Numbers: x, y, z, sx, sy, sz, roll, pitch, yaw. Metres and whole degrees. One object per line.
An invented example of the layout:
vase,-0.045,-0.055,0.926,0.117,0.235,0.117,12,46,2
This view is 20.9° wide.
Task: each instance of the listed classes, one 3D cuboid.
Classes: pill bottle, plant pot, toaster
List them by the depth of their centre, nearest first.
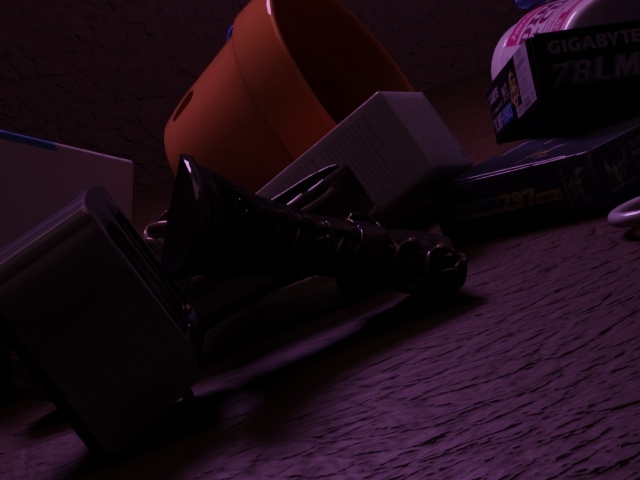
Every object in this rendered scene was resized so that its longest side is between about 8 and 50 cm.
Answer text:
toaster,-0.168,0.052,1.265,0.110,0.185,0.168,-36,6,2
plant pot,-0.030,-0.109,1.862,0.203,0.291,0.291,-36,1,22
pill bottle,0.309,-0.208,2.053,0.160,0.160,0.283,-21,7,-11

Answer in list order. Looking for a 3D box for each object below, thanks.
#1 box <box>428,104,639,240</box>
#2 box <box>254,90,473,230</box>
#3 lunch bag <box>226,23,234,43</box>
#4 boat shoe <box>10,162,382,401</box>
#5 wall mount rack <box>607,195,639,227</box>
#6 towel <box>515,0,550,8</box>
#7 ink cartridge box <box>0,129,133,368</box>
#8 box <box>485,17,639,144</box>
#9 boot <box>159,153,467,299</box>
box,0.239,-0.071,1.612,0.183,0.059,0.233,-12,10,42
box,0.038,-0.055,1.632,0.170,0.091,0.130,-39,-10,19
lunch bag,-0.026,-0.200,2.356,0.138,0.293,0.221,-15,9,35
boat shoe,-0.109,0.031,1.497,0.355,0.130,0.132,-22,7,-19
wall mount rack,0.381,-0.124,1.344,0.350,0.130,0.304,-16,8,19
towel,0.388,-0.346,2.149,0.209,0.034,0.285,-13,7,39
ink cartridge box,-0.347,0.016,1.735,0.198,0.197,0.270,13,-16,-38
box,0.328,-0.168,1.715,0.296,0.073,0.293,-10,-2,-2
boot,0.000,0.000,1.314,0.229,0.091,0.263,11,2,-2
